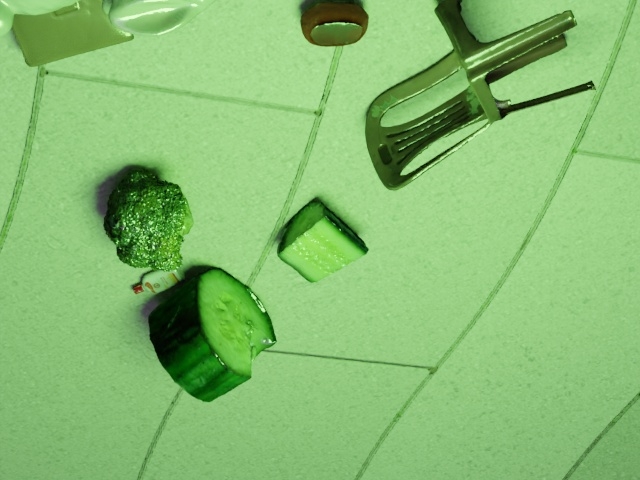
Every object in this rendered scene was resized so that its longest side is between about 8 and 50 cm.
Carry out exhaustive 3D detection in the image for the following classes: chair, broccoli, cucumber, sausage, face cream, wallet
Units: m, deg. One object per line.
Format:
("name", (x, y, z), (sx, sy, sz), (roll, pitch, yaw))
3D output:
("chair", (0.188, -0.225, 1.836), (0.326, 0.176, 0.183), (-26, 139, 7))
("broccoli", (-0.255, -0.023, 1.991), (0.138, 0.145, 0.162), (-4, 122, -49))
("cucumber", (-0.174, 0.147, 2.120), (0.191, 0.191, 0.130), (32, 120, -31))
("cucumber", (0.000, 0.000, 2.086), (0.116, 0.062, 0.115), (-29, 128, 27))
("sausage", (0.019, -0.293, 1.828), (0.094, 0.054, 0.059), (-3, 132, -5))
("face cream", (-0.258, 0.065, 2.135), (0.083, 0.021, 0.040), (-22, 130, 13))
("wallet", (-0.333, -0.297, 1.789), (0.152, 0.039, 0.118), (-13, 132, -1))

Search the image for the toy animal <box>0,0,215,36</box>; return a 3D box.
("toy animal", (-0.264, -0.354, 1.654), (0.357, 0.194, 0.258), (9, 107, -25))
